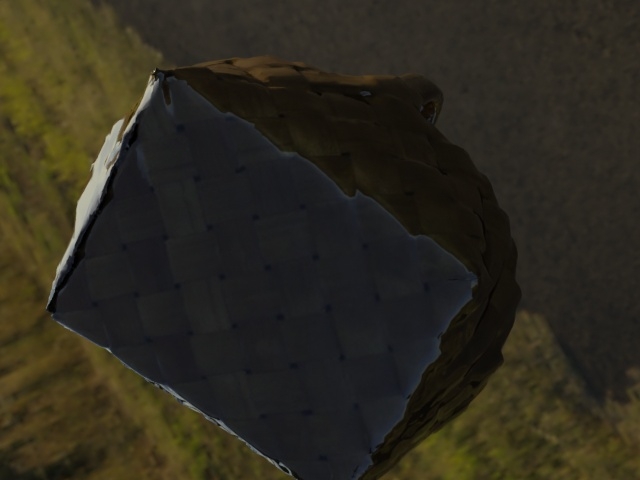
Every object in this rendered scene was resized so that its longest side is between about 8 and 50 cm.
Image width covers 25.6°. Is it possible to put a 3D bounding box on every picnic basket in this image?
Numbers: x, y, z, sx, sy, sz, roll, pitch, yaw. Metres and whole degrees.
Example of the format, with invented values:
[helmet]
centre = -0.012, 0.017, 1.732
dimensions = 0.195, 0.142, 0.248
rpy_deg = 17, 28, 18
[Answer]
[picnic basket]
centre = 0.000, 0.000, 1.085
dimensions = 0.337, 0.337, 0.293
rpy_deg = 51, 122, 39
